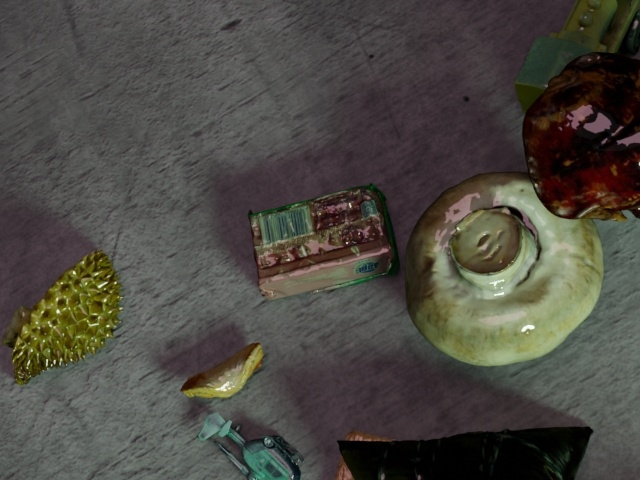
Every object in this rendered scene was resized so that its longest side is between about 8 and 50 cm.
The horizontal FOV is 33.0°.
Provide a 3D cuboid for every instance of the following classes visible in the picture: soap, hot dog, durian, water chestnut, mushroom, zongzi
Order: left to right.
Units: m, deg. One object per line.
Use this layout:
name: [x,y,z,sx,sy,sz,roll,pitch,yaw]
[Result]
durian: [-0.498,0.150,2.064,0.166,0.172,0.306,29,84,48]
hot dog: [-0.171,0.253,1.978,0.169,0.061,0.078,-29,21,-1]
soap: [-0.001,-0.001,2.026,0.273,0.098,0.218,-14,65,8]
zongzi: [0.280,0.398,1.742,0.383,0.362,0.319,-21,92,36]
mushroom: [0.303,0.044,1.840,0.352,0.260,0.352,-8,60,15]
water chestnut: [0.460,-0.156,1.729,0.289,0.244,0.289,3,49,-4]

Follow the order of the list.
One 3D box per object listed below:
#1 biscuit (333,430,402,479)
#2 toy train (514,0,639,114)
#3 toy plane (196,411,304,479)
biscuit: [0.090,0.458,1.843,0.160,0.030,0.250,9,70,18]
toy train: [0.488,-0.359,1.979,0.150,0.237,0.369,20,73,25]
toy plane: [-0.113,0.380,1.917,0.235,0.060,0.096,38,94,21]
